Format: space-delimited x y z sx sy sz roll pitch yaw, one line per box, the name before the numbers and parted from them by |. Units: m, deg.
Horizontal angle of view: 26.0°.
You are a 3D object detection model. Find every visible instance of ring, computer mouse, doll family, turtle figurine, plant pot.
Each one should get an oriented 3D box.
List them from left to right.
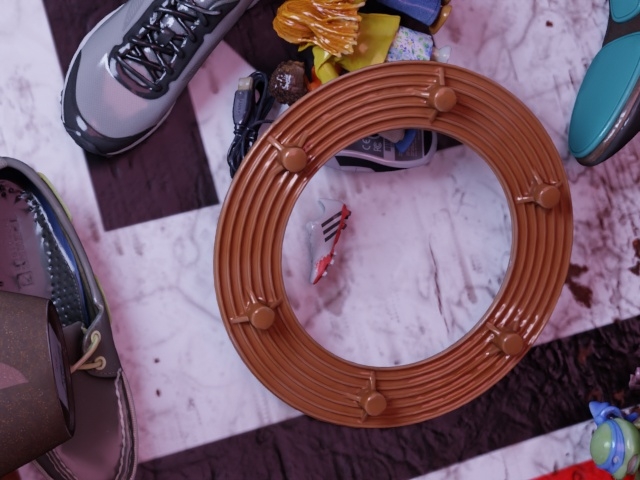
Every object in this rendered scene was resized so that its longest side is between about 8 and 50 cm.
plant pot | -0.307 0.115 1.038 0.230 0.215 0.215 -10 85 -5
computer mouse | 0.011 -0.094 1.267 0.193 0.042 0.106 7 65 -12
doll family | 0.037 -0.216 1.227 0.163 0.118 0.263 19 62 -14
ring | 0.073 0.012 1.207 0.337 0.032 0.336 -5 106 -17
turtle figurine | 0.385 0.242 1.246 0.266 0.274 0.197 -2 117 -20

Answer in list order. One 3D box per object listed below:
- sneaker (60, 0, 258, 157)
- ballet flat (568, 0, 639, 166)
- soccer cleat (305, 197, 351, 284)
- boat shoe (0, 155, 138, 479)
sneaker | -0.131 -0.191 1.211 0.100 0.108 0.271 39 75 -8
ballet flat | 0.318 -0.192 1.345 0.096 0.095 0.280 21 77 -24
soccer cleat | 0.000 0.000 1.260 0.036 0.029 0.083 21 74 -2
boat shoe | -0.226 0.076 1.151 0.109 0.091 0.305 -19 87 -17
